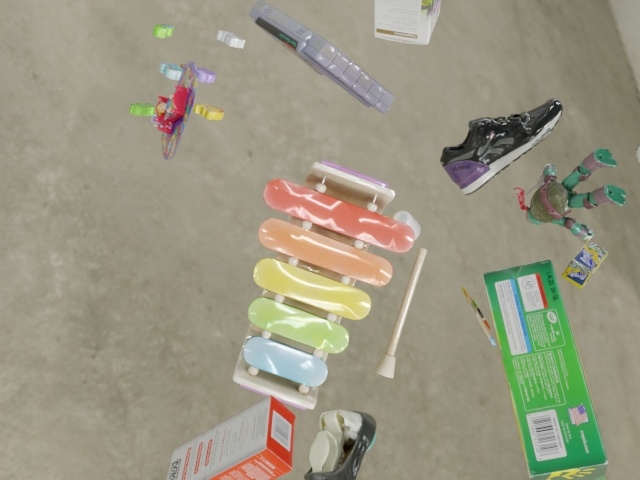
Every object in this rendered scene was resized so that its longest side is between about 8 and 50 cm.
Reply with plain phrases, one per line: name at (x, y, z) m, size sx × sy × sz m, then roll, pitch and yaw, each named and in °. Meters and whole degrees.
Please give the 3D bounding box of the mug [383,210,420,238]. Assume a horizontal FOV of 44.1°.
mug at (0.176, -0.032, 1.744) m, size 0.064 × 0.078 × 0.062 m, roll 52°, pitch 25°, yaw -58°

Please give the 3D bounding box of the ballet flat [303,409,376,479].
ballet flat at (0.035, 0.351, 1.356) m, size 0.096 × 0.095 × 0.280 m, roll 65°, pitch 20°, yaw -14°

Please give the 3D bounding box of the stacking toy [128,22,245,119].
stacking toy at (-0.241, -0.304, 1.451) m, size 0.052 × 0.167 × 0.221 m, roll 33°, pitch 24°, yaw 27°

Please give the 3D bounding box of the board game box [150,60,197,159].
board game box at (-0.249, -0.218, 1.307) m, size 0.033 × 0.169 × 0.133 m, roll 12°, pitch 34°, yaw -26°

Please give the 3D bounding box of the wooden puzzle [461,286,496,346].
wooden puzzle at (0.311, 0.147, 1.538) m, size 0.116 × 0.014 × 0.079 m, roll 56°, pitch 12°, yaw -30°

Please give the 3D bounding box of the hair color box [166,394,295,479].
hair color box at (-0.093, 0.223, 0.805) m, size 0.043 × 0.141 × 0.072 m, roll 46°, pitch 25°, yaw -27°

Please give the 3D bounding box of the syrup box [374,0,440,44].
syrup box at (0.137, -0.426, 1.202) m, size 0.237 × 0.096 × 0.093 m, roll 85°, pitch 22°, yaw -49°

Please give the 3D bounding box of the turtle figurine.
turtle figurine at (0.479, -0.078, 1.546) m, size 0.118 × 0.234 × 0.175 m, roll -17°, pitch 79°, yaw -33°

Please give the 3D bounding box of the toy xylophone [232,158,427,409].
toy xylophone at (0.018, 0.063, 1.046) m, size 0.236 × 0.081 × 0.323 m, roll 12°, pitch 92°, yaw -5°

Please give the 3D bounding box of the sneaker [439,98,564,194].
sneaker at (0.387, -0.230, 1.712) m, size 0.124 × 0.283 × 0.107 m, roll 48°, pitch 15°, yaw -8°

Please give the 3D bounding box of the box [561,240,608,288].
box at (0.641, 0.057, 1.910) m, size 0.059 × 0.054 × 0.169 m, roll 35°, pitch 31°, yaw 18°

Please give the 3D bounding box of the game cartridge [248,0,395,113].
game cartridge at (-0.008, -0.402, 1.709) m, size 0.230 × 0.068 × 0.355 m, roll 25°, pitch 13°, yaw -37°

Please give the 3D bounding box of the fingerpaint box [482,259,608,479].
fingerpaint box at (0.501, 0.324, 1.757) m, size 0.371 × 0.163 × 0.445 m, roll 58°, pitch 22°, yaw -59°

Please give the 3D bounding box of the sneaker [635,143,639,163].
sneaker at (0.551, -0.049, 1.163) m, size 0.234 × 0.153 × 0.094 m, roll 15°, pitch 11°, yaw -20°
